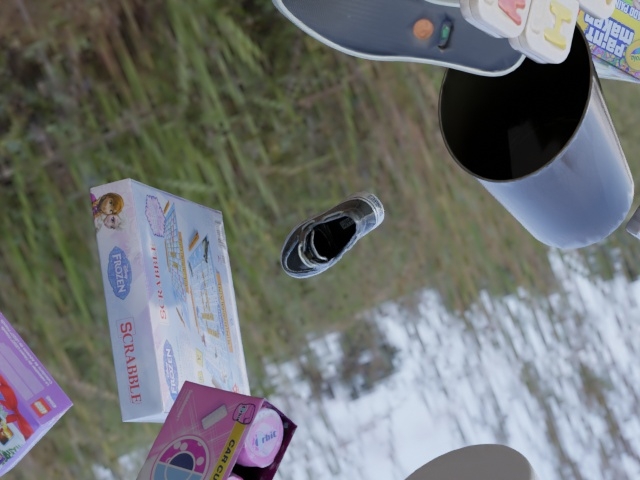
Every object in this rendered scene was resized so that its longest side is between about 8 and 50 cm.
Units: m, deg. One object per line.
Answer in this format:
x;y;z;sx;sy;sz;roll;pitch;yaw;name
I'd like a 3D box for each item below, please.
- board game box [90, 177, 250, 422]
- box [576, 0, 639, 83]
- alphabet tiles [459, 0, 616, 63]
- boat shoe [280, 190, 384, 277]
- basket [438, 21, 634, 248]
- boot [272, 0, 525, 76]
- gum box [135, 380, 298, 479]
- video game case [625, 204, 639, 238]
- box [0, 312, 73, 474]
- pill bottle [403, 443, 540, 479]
-0.202;0.095;2.124;0.066;0.318;0.318;-13;168;17;board game box
0.255;-0.346;1.741;0.290;0.279;0.177;15;179;45;box
0.176;-0.284;1.145;0.021;0.284;0.278;10;175;38;alphabet tiles
0.000;0.000;2.165;0.070;0.078;0.219;-40;-179;-44;boat shoe
0.231;-0.095;1.551;0.154;0.227;0.204;-4;-119;25;basket
0.059;-0.228;1.416;0.244;0.088;0.176;14;-160;-16;boot
-0.113;0.234;1.419;0.107;0.062;0.188;8;-115;41;gum box
0.430;-0.054;1.528;0.206;0.227;0.026;-58;-141;6;video game case
-0.444;0.138;1.846;0.057;0.293;0.201;-35;175;-43;box
0.161;0.306;1.202;0.162;0.278;0.162;-25;-156;12;pill bottle
